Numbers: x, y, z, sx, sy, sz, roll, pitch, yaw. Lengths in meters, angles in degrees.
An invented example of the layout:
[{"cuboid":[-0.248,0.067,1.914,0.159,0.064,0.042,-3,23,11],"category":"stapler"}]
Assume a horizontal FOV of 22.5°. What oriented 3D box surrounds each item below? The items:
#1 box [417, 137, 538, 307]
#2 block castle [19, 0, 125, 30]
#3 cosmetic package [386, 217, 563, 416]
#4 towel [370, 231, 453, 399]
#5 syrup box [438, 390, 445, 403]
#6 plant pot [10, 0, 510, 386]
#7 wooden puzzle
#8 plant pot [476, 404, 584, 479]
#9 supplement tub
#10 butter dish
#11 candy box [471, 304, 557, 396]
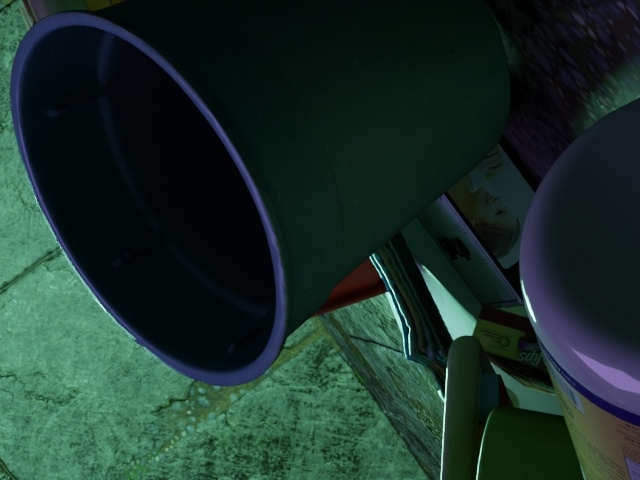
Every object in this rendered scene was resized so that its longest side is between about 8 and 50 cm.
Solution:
[{"cuboid":[0.138,-0.069,1.662,0.290,0.087,0.169,54,171,-1],"category":"box"},{"cuboid":[-0.174,-0.240,1.796,0.453,0.303,0.212,177,70,-81],"category":"block castle"},{"cuboid":[0.179,0.086,2.016,0.284,0.097,0.377,51,171,35],"category":"cosmetic package"},{"cuboid":[0.060,-0.011,1.738,0.370,0.040,0.271,65,-175,18],"category":"towel"},{"cuboid":[0.273,0.287,2.305,0.237,0.096,0.093,59,168,-28],"category":"syrup box"},{"cuboid":[-0.032,-0.104,1.400,0.341,0.334,0.341,33,141,32],"category":"plant pot"},{"cuboid":[0.172,0.231,1.636,0.238,0.044,0.221,46,-135,-64],"category":"wooden puzzle"},{"cuboid":[0.305,0.295,1.495,0.275,0.294,0.274,1,-90,-76],"category":"plant pot"},{"cuboid":[0.273,0.082,1.038,0.241,0.241,0.331,46,169,39],"category":"supplement tub"},{"cuboid":[0.000,0.000,1.959,0.160,0.160,0.118,49,146,40],"category":"butter dish"},{"cuboid":[0.243,0.128,1.709,0.109,0.053,0.187,16,169,30],"category":"candy box"}]
